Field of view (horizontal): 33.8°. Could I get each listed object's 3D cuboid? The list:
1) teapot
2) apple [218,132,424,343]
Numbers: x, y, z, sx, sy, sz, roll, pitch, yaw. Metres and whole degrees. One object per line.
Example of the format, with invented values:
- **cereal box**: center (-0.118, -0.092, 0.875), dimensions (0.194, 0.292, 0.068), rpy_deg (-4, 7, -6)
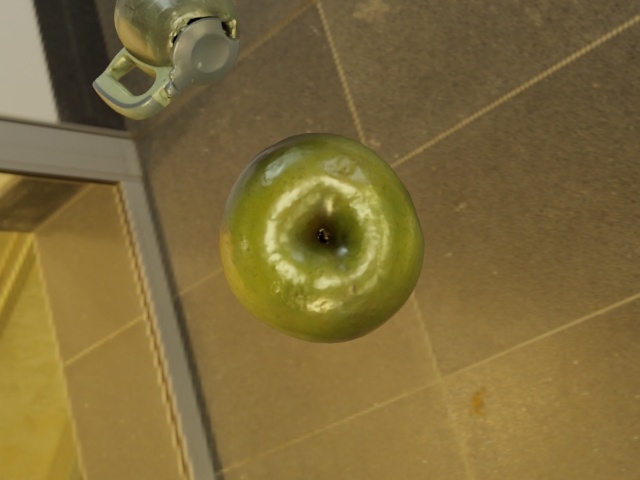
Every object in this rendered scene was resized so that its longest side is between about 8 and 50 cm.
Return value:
- **teapot**: center (-0.139, -0.186, 0.966), dimensions (0.108, 0.149, 0.111), rpy_deg (50, 157, 44)
- **apple**: center (0.000, 0.000, 0.984), dimensions (0.197, 0.157, 0.196), rpy_deg (0, 87, 4)
